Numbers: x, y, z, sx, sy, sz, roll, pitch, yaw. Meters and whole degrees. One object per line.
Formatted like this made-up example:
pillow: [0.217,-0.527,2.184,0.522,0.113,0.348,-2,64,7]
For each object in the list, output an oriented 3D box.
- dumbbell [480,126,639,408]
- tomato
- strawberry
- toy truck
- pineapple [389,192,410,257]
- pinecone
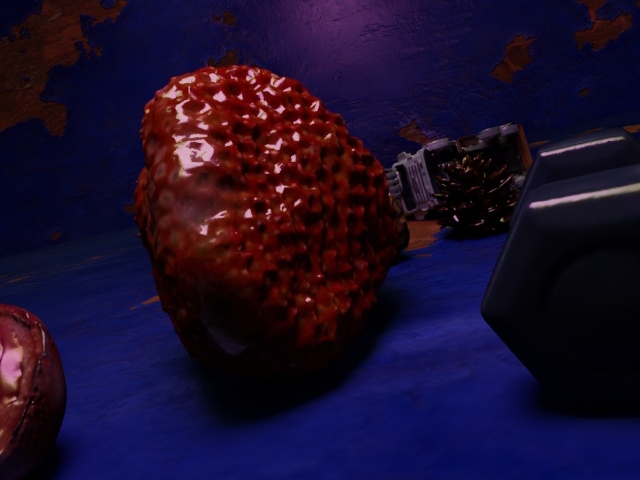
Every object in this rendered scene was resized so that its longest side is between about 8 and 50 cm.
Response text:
dumbbell: [0.224,-0.001,0.485,0.144,0.159,0.325,20,21,16]
tomato: [-0.276,0.151,0.484,0.173,0.099,0.189,8,59,27]
strawberry: [-0.070,-0.011,0.602,0.267,0.312,0.351,-32,23,20]
toy truck: [0.258,-0.128,1.202,0.339,0.132,0.184,-17,0,-33]
pineapple: [0.000,0.000,0.856,0.252,0.125,0.125,-19,11,-18]
pinecone: [0.232,-0.070,0.925,0.140,0.120,0.140,-22,8,3]
